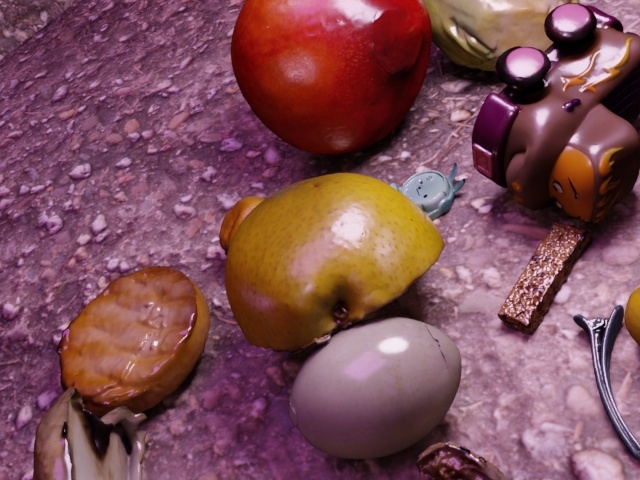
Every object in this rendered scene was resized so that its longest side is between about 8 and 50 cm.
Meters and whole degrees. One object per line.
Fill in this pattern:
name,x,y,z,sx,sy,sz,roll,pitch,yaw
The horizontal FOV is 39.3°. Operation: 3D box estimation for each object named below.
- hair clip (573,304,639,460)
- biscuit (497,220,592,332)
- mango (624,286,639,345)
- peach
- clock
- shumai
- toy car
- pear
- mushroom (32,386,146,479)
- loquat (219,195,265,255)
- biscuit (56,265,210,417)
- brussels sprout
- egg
hair clip,0.388,0.190,1.190,0.070,0.039,0.229,-15,48,20
biscuit,0.338,0.052,1.352,0.064,0.034,0.199,18,60,41
mango,0.491,0.107,1.153,0.130,0.091,0.195,-38,35,-26
peach,0.031,-0.354,1.681,0.388,0.388,0.388,-17,43,17
clock,0.189,-0.084,1.573,0.135,0.041,0.101,-26,41,7
shumai,0.169,0.321,1.121,0.146,0.145,0.116,26,73,45
toy car,0.411,-0.189,1.402,0.240,0.271,0.341,37,73,29
pear,0.000,0.000,1.374,0.340,0.191,0.386,-25,12,2
mushroom,-0.381,0.365,1.345,0.212,0.217,0.292,-16,43,23
loquat,-0.124,-0.015,1.649,0.137,0.113,0.137,-12,66,28
biscuit,-0.325,0.181,1.584,0.296,0.102,0.296,-19,44,19
brussels sprout,0.334,-0.477,1.704,0.344,0.268,0.344,-11,48,13
egg,0.076,0.203,1.245,0.253,0.186,0.186,-24,41,6
